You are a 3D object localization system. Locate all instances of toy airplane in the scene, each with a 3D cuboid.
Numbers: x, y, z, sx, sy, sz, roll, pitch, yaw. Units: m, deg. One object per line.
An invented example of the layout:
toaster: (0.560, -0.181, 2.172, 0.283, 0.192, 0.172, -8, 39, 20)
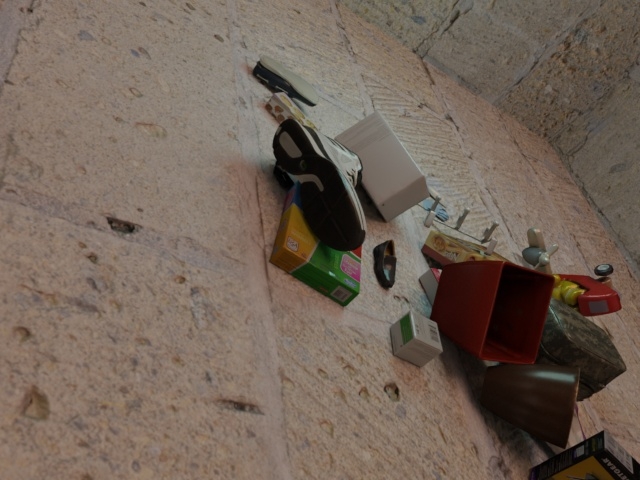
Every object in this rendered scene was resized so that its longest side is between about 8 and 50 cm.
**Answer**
toy airplane: (0.800, 0.188, 2.112, 0.272, 0.384, 0.386, -29, 64, -27)

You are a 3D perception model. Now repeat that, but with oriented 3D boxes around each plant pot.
plant pot: (0.474, 0.190, 1.745, 0.267, 0.267, 0.236, 14, -1, -39)
plant pot: (0.556, 0.421, 1.629, 0.230, 0.215, 0.215, 10, 25, 21)

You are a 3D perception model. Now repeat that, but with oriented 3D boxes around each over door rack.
over door rack: (0.490, -0.061, 2.083, 0.240, 0.108, 0.324, 25, 12, 7)

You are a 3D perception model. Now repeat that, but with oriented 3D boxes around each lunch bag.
lunch bag: (0.736, 0.362, 1.869, 0.305, 0.256, 0.212, 28, 32, -21)

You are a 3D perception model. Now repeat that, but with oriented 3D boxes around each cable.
cable: (-0.056, -0.186, 1.812, 0.184, 0.047, 0.150, 25, 37, -28)

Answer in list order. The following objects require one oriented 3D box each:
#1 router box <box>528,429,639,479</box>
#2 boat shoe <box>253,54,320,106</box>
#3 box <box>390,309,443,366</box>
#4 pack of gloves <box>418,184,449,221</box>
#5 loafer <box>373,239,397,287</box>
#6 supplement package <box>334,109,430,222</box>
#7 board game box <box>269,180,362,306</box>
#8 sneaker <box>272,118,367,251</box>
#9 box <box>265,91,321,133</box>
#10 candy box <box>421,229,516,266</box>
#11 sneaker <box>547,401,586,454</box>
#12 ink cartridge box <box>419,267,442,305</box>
router box: (0.728, 0.660, 1.531, 0.309, 0.243, 0.081, 44, 32, 0)
boat shoe: (-0.120, -0.543, 2.119, 0.254, 0.079, 0.095, 31, 37, -16)
box: (0.253, 0.261, 1.605, 0.102, 0.087, 0.101, 27, 36, -24)
pack of gloves: (0.417, -0.183, 2.333, 0.232, 0.046, 0.195, 30, 34, -21)
loafer: (0.198, 0.065, 1.791, 0.062, 0.061, 0.170, 25, 38, -29)
supplement package: (0.204, -0.241, 1.992, 0.293, 0.177, 0.175, 61, 5, 24)
board game box: (0.000, 0.000, 1.644, 0.242, 0.064, 0.316, 32, 34, -18)
sneaker: (0.065, -0.155, 1.673, 0.257, 0.169, 0.447, 5, 47, -43)
box: (-0.050, -0.354, 1.994, 0.324, 0.063, 0.067, 49, 34, 8)
candy box: (0.518, 0.065, 2.062, 0.316, 0.087, 0.183, 15, 15, -39)
sneaker: (0.681, 0.557, 1.739, 0.114, 0.152, 0.305, 27, 50, -69)
ink cartridge box: (0.398, 0.153, 1.910, 0.150, 0.063, 0.109, 10, 45, -42)
